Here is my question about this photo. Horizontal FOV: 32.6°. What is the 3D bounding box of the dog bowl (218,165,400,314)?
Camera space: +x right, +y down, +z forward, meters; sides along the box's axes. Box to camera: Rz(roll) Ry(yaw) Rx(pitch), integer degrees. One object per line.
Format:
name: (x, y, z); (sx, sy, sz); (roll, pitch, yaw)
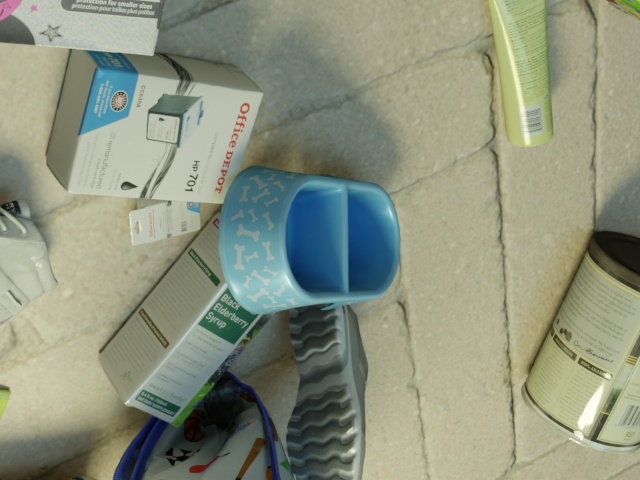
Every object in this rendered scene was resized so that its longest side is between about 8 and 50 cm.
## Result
dog bowl: (0.000, 0.000, 1.250); (0.297, 0.074, 0.165); (2, 87, -58)

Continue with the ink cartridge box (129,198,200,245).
ink cartridge box: (-0.180, -0.029, 1.235); (0.083, 0.028, 0.048); (-15, 126, -25)

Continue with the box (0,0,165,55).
box: (-0.265, -0.262, 0.950); (0.247, 0.142, 0.163); (0, 118, -33)

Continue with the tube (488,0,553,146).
tube: (0.255, -0.235, 1.374); (0.070, 0.062, 0.240); (-62, 147, -50)

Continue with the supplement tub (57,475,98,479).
supplement tub: (-0.353, 0.364, 1.296); (0.200, 0.144, 0.144); (-3, 120, -33)

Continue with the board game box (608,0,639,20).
board game box: (0.365, -0.372, 1.294); (0.275, 0.142, 0.144); (24, 104, -41)

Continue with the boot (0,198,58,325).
boot: (-0.356, -0.017, 1.097); (0.123, 0.095, 0.258); (-35, 141, -18)

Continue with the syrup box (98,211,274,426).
syrup box: (-0.143, 0.093, 1.292); (0.237, 0.096, 0.093); (-49, 135, 5)

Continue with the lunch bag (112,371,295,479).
lunch bag: (-0.111, 0.394, 1.334); (0.239, 0.385, 0.327); (-10, 129, 3)

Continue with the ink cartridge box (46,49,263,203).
ink cartridge box: (-0.173, -0.120, 1.145); (0.191, 0.082, 0.139); (3, 116, -34)

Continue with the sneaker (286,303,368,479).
sneaker: (0.029, 0.200, 1.389); (0.115, 0.105, 0.281); (25, 61, -54)

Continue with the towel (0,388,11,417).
towel: (-0.400, 0.189, 1.244); (0.083, 0.009, 0.060); (15, 109, -39)

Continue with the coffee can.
coffee can: (0.448, 0.152, 1.649); (0.202, 0.201, 0.275); (5, 116, -35)
